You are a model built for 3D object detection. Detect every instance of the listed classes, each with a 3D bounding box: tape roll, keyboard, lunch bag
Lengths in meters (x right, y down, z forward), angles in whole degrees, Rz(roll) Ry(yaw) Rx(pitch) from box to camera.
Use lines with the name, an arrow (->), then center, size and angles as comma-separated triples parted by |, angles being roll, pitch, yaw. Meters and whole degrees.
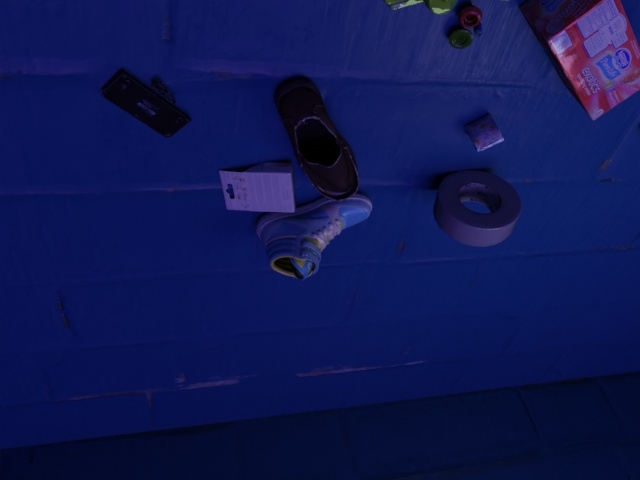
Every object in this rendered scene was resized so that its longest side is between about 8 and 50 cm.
tape roll -> 0.413, -0.088, 1.566 | 0.219, 0.219, 0.072 | -7, 141, -9
keyboard -> -0.354, -0.292, 1.243 | 0.108, 0.023, 0.180 | -30, 139, 27
lunch bag -> 0.408, -0.261, 1.469 | 0.071, 0.083, 0.053 | -26, 139, 13

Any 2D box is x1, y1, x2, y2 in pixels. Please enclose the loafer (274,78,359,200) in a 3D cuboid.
loafer -> -0.003, -0.198, 1.376 | 0.133, 0.130, 0.366 | -24, 140, 11

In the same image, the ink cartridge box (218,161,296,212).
ink cartridge box -> -0.155, -0.134, 1.491 | 0.179, 0.045, 0.145 | 4, 141, 5

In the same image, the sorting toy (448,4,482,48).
sorting toy -> 0.311, -0.456, 1.251 | 0.061, 0.042, 0.102 | 11, 148, -7

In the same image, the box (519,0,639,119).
box -> 0.581, -0.425, 1.284 | 0.154, 0.142, 0.300 | -36, 137, 23

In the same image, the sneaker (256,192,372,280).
sneaker -> 0.000, 0.000, 1.549 | 0.318, 0.208, 0.127 | -17, 139, 1

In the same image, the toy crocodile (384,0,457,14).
toy crocodile -> 0.267, -0.509, 1.113 | 0.340, 0.115, 0.105 | -14, 135, -4
